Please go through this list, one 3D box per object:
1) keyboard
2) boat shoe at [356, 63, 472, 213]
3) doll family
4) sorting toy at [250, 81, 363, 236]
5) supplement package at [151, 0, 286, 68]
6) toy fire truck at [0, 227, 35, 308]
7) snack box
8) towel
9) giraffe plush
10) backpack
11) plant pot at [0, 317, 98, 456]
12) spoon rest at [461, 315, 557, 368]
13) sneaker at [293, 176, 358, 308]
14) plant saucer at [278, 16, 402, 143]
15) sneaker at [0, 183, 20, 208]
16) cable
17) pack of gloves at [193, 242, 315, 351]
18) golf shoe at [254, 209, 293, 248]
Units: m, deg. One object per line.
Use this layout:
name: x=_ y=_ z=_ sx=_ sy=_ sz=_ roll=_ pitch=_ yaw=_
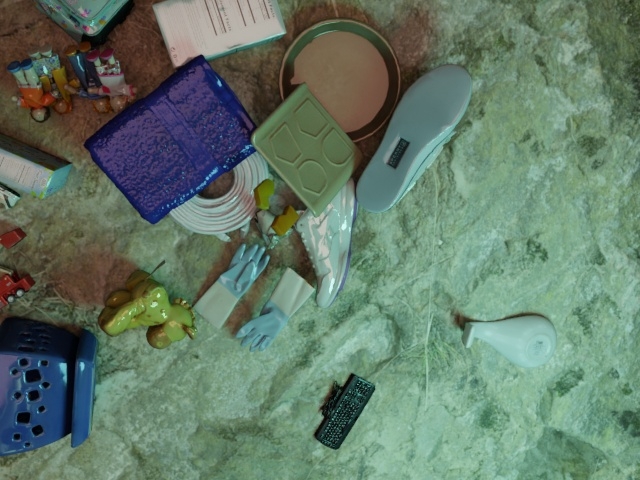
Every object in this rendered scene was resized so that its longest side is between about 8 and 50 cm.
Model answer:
keyboard: x=0.050 y=0.418 z=1.773 sx=0.100 sy=0.038 sz=0.192 roll=29 pitch=95 yaw=-11
boat shoe: x=0.218 y=-0.218 z=1.626 sx=0.136 sy=0.156 sz=0.367 roll=33 pitch=101 yaw=13
doll family: x=-0.505 y=-0.329 z=1.522 sx=0.263 sy=0.118 sz=0.163 roll=-6 pitch=135 yaw=2
sorting toy: x=-0.052 y=-0.162 z=1.536 sx=0.229 sy=0.041 sz=0.307 roll=51 pitch=54 yaw=-18
supplement package: x=-0.210 y=-0.458 z=1.531 sx=0.244 sy=0.139 sz=0.134 roll=-19 pitch=103 yaw=-4
toy fire truck: x=-0.710 y=0.076 z=1.615 sx=0.192 sy=0.047 sz=0.135 roll=-35 pitch=102 yaw=1
snack box: x=-0.642 y=-0.166 z=1.514 sx=0.207 sy=0.174 sz=0.070 roll=22 pitch=98 yaw=-10
towel: x=-0.296 y=-0.205 z=1.501 sx=0.308 sy=0.076 sz=0.227 roll=-37 pitch=111 yaw=-1
giraffe plush: x=-0.362 y=0.164 z=1.618 sx=0.210 sy=0.181 sz=0.170 roll=-35 pitch=115 yaw=18
backpack: x=-0.493 y=-0.511 z=1.479 sx=0.188 sy=0.144 sz=0.166 roll=36 pitch=73 yaw=-6
plant pot: x=-0.598 y=0.312 z=1.583 sx=0.212 sy=0.236 sz=0.236 roll=4 pitch=100 yaw=-14
spoon rest: x=0.459 y=0.238 z=1.779 sx=0.276 sy=0.084 sz=0.137 roll=12 pitch=100 yaw=-22
sneaker: x=0.000 y=0.000 z=1.665 sx=0.152 sy=0.114 sz=0.305 roll=7 pitch=91 yaw=-1
plant saucer: x=0.043 y=-0.353 z=1.631 sx=0.278 sy=0.041 sz=0.278 roll=-1 pitch=101 yaw=-7
sneaker: x=-0.711 y=-0.108 z=1.585 sx=0.109 sy=0.040 sz=0.043 roll=34 pitch=97 yaw=-11
cable: x=-0.242 y=-0.138 z=1.610 sx=0.257 sy=0.089 sz=0.257 roll=22 pitch=97 yaw=-10
pack of gloves: x=-0.150 y=0.129 z=1.679 sx=0.195 sy=0.046 sz=0.232 roll=40 pitch=106 yaw=5
golf shoe: x=-0.108 y=-0.033 z=1.609 sx=0.069 sy=0.176 sz=0.086 roll=-40 pitch=89 yaw=-10
